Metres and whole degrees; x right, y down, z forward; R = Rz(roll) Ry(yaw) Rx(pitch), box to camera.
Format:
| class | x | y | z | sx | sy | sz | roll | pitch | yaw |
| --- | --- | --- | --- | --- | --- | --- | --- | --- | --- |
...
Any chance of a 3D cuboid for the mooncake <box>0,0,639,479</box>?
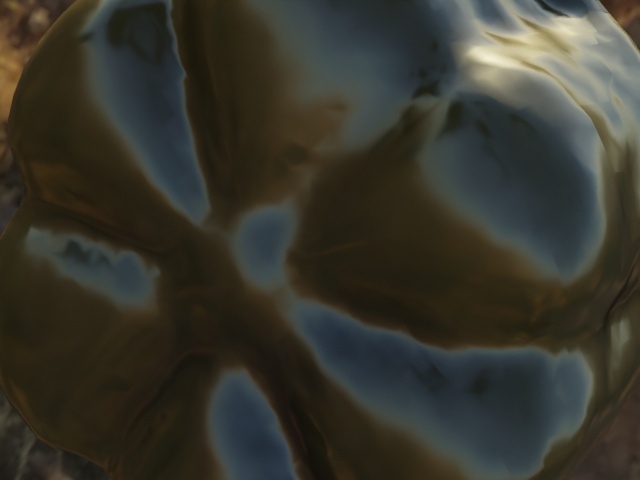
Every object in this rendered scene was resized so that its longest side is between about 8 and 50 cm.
| class | x | y | z | sx | sy | sz | roll | pitch | yaw |
| --- | --- | --- | --- | --- | --- | --- | --- | --- | --- |
| mooncake | 0.000 | 0.000 | 1.296 | 0.467 | 0.467 | 0.262 | 47 | 30 | 11 |
